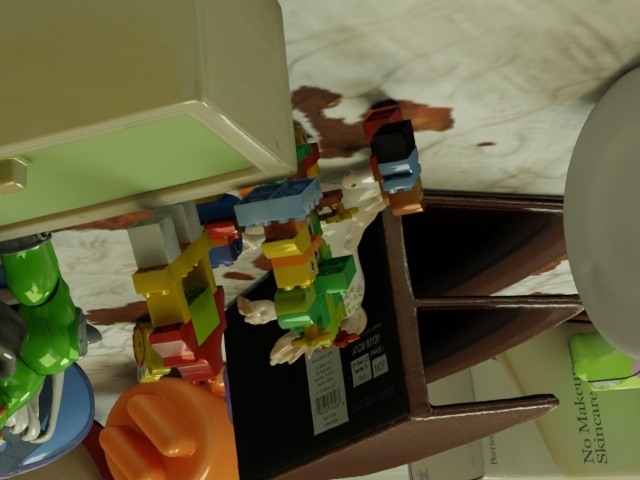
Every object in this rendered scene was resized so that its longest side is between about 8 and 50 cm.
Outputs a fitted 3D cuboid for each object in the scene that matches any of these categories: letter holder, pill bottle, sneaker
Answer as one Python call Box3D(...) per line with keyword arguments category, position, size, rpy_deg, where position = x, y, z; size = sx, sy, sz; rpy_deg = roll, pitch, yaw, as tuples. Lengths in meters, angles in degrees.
Box3D(category="letter holder", position=(0.081, 0.084, 0.983), size=(0.214, 0.152, 0.302), rpy_deg=(0, 162, -25))
Box3D(category="pill bottle", position=(0.295, -0.012, 0.723), size=(0.283, 0.160, 0.160), rpy_deg=(0, 162, -21))
Box3D(category="sneaker", position=(-0.231, 0.094, 0.935), size=(0.236, 0.130, 0.323), rpy_deg=(-14, 156, 37))

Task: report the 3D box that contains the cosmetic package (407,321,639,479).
Box3D(category="cosmetic package", position=(0.231, 0.167, 1.285), size=(0.309, 0.160, 0.113), rpy_deg=(5, 159, -35))

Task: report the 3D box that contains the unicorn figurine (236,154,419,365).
Box3D(category="unicorn figurine", position=(0.000, 0.000, 0.799), size=(0.111, 0.060, 0.162), rpy_deg=(-8, 132, -5))

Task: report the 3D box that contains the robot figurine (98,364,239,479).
Box3D(category="robot figurine", position=(-0.131, 0.201, 1.313), size=(0.128, 0.158, 0.219), rpy_deg=(4, 173, 21))

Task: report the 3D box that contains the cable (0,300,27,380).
Box3D(category="cable", position=(-0.264, 0.072, 0.645), size=(0.287, 0.072, 0.139), rpy_deg=(3, 146, 22))

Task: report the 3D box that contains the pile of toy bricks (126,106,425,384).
Box3D(category="pile of toy bricks", position=(-0.007, 0.009, 0.651), size=(0.118, 0.105, 0.212), rpy_deg=(-9, -165, 17))

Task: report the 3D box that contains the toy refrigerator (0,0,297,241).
Box3D(category="toy refrigerator", position=(-0.155, -0.049, 0.564), size=(0.270, 0.094, 0.102), rpy_deg=(-11, 163, 17))

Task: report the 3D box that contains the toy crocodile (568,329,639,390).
Box3D(category="toy crocodile", position=(0.398, 0.088, 1.187), size=(0.341, 0.105, 0.115), rpy_deg=(-4, -161, 11))

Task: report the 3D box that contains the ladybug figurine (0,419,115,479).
Box3D(category="ladybug figurine", position=(-0.333, 0.276, 1.434), size=(0.305, 0.161, 0.449), rpy_deg=(-5, 162, -1))

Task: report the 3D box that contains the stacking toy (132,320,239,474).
Box3D(category="stacking toy", position=(-0.062, 0.168, 1.094), size=(0.167, 0.221, 0.052), rpy_deg=(-2, 160, -25))

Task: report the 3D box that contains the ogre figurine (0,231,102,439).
Box3D(category="ogre figurine", position=(-0.213, 0.058, 0.754), size=(0.197, 0.118, 0.097), rpy_deg=(-45, -167, -11))
